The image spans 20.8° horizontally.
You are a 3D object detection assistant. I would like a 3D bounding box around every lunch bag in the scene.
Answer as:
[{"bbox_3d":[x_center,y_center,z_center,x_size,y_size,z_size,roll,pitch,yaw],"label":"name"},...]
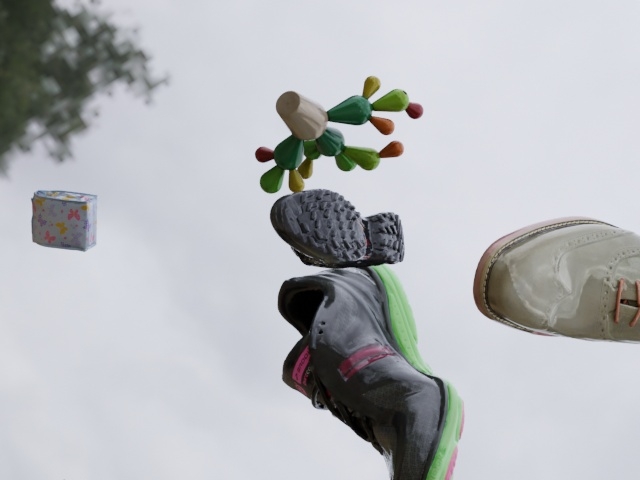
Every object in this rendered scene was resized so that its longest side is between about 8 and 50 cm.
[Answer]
[{"bbox_3d":[-0.332,-0.028,2.247,0.053,0.083,0.071,-47,141,-72],"label":"lunch bag"}]

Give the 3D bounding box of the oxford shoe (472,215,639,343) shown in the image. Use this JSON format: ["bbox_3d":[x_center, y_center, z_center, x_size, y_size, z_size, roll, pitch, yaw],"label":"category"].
[{"bbox_3d":[0.360,0.055,1.983,0.146,0.397,0.140,24,-70,59],"label":"oxford shoe"}]

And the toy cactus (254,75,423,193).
[{"bbox_3d":[0.003,-0.140,2.117,0.180,0.219,0.112,38,35,-56],"label":"toy cactus"}]

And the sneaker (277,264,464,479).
[{"bbox_3d":[0.055,0.205,2.345,0.483,0.202,0.185,-117,-149,-54],"label":"sneaker"}]

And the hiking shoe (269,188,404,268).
[{"bbox_3d":[0.000,0.000,2.017,0.114,0.227,0.086,-16,-110,34],"label":"hiking shoe"}]
